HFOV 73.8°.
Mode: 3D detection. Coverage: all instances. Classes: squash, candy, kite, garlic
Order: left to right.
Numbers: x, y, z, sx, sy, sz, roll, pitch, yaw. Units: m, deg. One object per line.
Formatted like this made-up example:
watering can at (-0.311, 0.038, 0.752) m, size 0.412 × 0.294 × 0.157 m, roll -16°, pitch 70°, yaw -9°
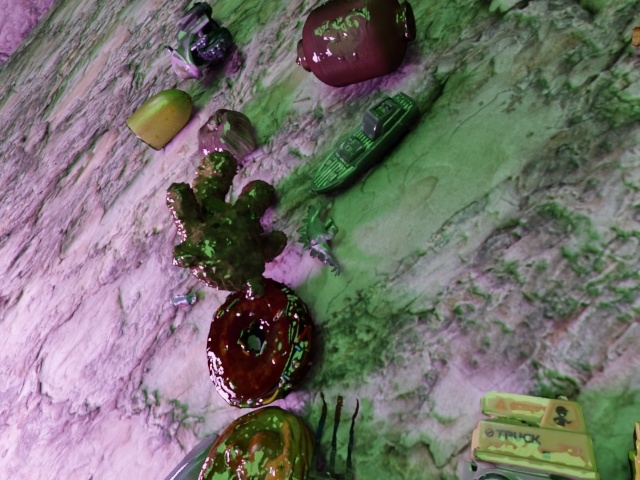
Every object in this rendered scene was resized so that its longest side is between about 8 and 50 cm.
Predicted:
squash at (-0.436, -0.349, 1.187) m, size 0.186 × 0.123 × 0.123 m, roll -38°, pitch 56°, yaw 13°
candy at (-0.313, 0.135, 0.974) m, size 0.083 × 0.020 × 0.030 m, roll -8°, pitch 66°, yaw 30°
garlic at (-0.236, -0.254, 1.037) m, size 0.147 × 0.102 × 0.159 m, roll -48°, pitch 54°, yaw 7°
kite at (0.015, 0.359, 0.637) m, size 0.015 × 0.141 × 0.245 m, roll -28°, pitch 46°, yaw 51°

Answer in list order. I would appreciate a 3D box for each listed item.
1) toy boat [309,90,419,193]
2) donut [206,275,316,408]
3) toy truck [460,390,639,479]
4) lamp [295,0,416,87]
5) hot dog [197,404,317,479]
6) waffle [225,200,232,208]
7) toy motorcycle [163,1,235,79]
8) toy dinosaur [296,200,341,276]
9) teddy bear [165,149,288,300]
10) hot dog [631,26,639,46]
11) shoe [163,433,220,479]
toy boat at (0.077, -0.186, 0.833) m, size 0.260 × 0.085 × 0.078 m, roll -42°, pitch 56°, yaw 9°
donut at (-0.104, 0.188, 0.785) m, size 0.235 × 0.089 × 0.235 m, roll -13°, pitch 63°, yaw 27°
toy truck at (0.309, 0.263, 0.492) m, size 0.272 × 0.124 × 0.157 m, roll -5°, pitch 58°, yaw 33°
lamp at (0.066, -0.419, 0.879) m, size 0.257 × 0.180 × 0.180 m, roll -3°, pitch 69°, yaw 28°
hot dog at (-0.098, 0.409, 0.673) m, size 0.196 × 0.122 × 0.272 m, roll 7°, pitch 76°, yaw 26°
waffle at (-0.222, 0.002, 0.956) m, size 0.149 × 0.051 × 0.194 m, roll -51°, pitch 54°, yaw 5°
toy motorcycle at (-0.359, -0.573, 1.220) m, size 0.188 × 0.143 × 0.327 m, roll -40°, pitch 48°, yaw 11°
toy dinosaur at (0.002, 0.001, 0.827) m, size 0.082 × 0.039 × 0.209 m, roll -40°, pitch 45°, yaw 15°
teddy bear at (-0.166, -0.045, 0.792) m, size 0.222 × 0.246 × 0.296 m, roll -16°, pitch 48°, yaw 52°
hot dog at (0.526, -0.262, 0.608) m, size 0.169 × 0.078 × 0.061 m, roll 35°, pitch 130°, yaw 37°
shoe at (-0.240, 0.446, 0.784) m, size 0.195 × 0.079 × 0.078 m, roll -42°, pitch 90°, yaw 0°
